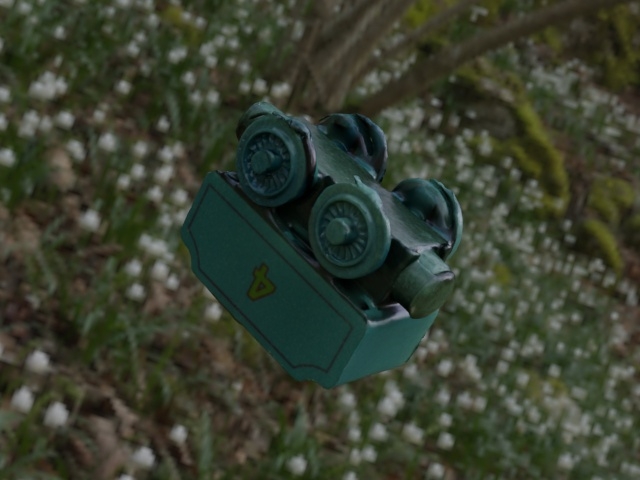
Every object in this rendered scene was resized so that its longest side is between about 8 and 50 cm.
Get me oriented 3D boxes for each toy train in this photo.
[{"bbox_3d":[0.000,0.000,0.981,0.198,0.154,0.107,44,32,27],"label":"toy train"}]
